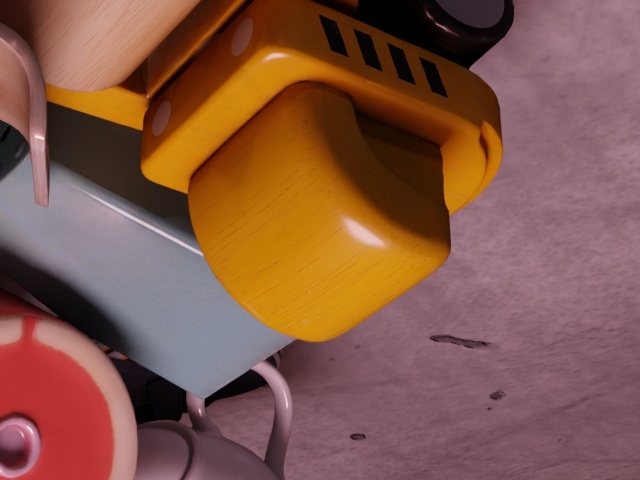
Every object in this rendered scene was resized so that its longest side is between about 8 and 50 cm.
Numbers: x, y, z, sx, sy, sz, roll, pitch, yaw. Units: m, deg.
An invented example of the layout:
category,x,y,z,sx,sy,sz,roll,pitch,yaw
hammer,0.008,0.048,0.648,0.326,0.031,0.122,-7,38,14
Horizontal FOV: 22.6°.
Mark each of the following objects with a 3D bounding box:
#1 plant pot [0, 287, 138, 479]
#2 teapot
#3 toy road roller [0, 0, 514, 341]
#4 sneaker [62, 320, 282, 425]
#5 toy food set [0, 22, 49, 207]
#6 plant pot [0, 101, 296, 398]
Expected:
category,x,y,z,sx,sy,sz,roll,pitch,yaw
plant pot,-0.276,0.142,1.162,0.275,0.275,0.243,24,166,-35
teapot,-0.142,0.238,1.349,0.252,0.256,0.187,-20,116,14
toy road roller,-0.037,-0.086,0.977,0.329,0.240,0.202,19,143,-30
sneaker,-0.194,0.141,1.449,0.321,0.127,0.126,-1,147,-3
toy food set,-0.300,-0.089,0.915,0.306,0.092,0.220,17,170,-6
plant pot,-0.127,-0.026,1.155,0.234,0.165,0.166,27,139,-27
